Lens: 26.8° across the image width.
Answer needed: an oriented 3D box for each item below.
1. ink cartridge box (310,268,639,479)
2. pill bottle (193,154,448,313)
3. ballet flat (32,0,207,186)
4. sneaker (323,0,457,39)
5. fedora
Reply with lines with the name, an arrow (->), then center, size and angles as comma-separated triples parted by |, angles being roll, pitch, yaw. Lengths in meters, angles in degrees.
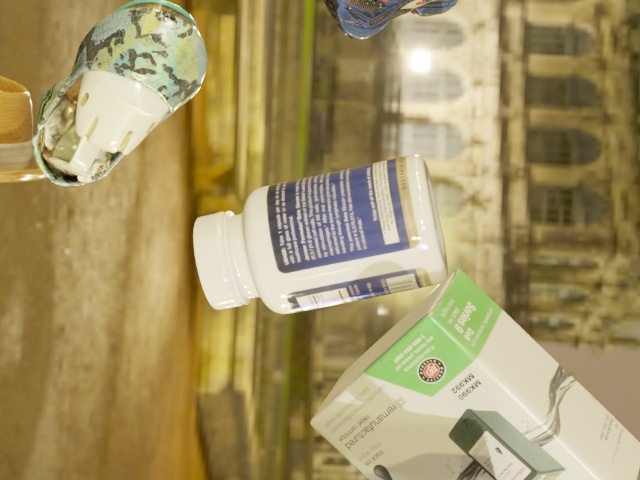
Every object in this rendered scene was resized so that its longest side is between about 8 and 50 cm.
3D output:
ink cartridge box -> 0.171, 0.211, 1.446 | 0.211, 0.289, 0.121 | -46, -178, 31
pill bottle -> 0.000, 0.000, 0.957 | 0.094, 0.169, 0.094 | -11, 90, -82
ballet flat -> -0.114, -0.069, 0.731 | 0.188, 0.070, 0.070 | 150, -54, -64
sneaker -> 0.082, -0.263, 1.330 | 0.087, 0.221, 0.083 | -34, -95, 47
fedora -> -0.300, -0.099, 1.111 | 0.194, 0.194, 0.079 | -83, 180, -79
